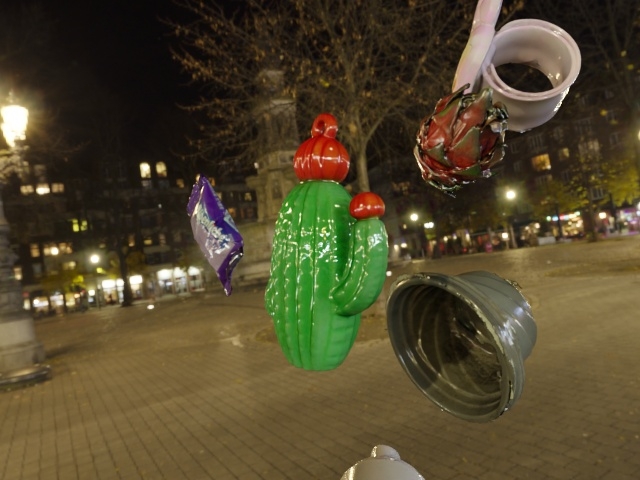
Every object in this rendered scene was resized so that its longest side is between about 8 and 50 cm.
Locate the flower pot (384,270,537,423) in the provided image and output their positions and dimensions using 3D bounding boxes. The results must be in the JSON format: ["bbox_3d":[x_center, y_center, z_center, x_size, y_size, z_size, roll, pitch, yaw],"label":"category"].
[{"bbox_3d":[0.219,0.132,0.704,0.141,0.235,0.235,-25,6,-30],"label":"flower pot"}]

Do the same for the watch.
[{"bbox_3d":[0.395,-0.350,0.970,0.218,0.248,0.211,18,-19,12],"label":"watch"}]

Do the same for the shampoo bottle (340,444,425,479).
[{"bbox_3d":[0.043,0.255,0.334,0.092,0.092,0.303,-9,14,11],"label":"shampoo bottle"}]

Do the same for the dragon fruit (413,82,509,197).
[{"bbox_3d":[0.264,-0.187,0.892,0.189,0.182,0.182,-32,-13,27],"label":"dragon fruit"}]

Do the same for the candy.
[{"bbox_3d":[-0.244,-0.018,1.097,0.070,0.275,0.145,-6,-37,-39],"label":"candy"}]

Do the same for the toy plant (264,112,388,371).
[{"bbox_3d":[0.005,0.011,0.467,0.088,0.240,0.154,3,27,-36],"label":"toy plant"}]
